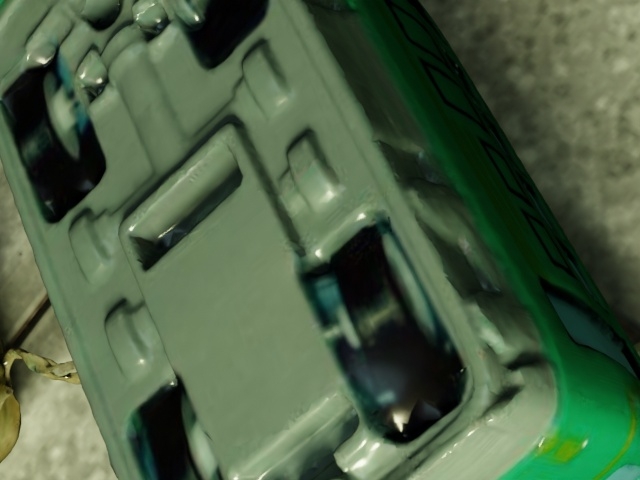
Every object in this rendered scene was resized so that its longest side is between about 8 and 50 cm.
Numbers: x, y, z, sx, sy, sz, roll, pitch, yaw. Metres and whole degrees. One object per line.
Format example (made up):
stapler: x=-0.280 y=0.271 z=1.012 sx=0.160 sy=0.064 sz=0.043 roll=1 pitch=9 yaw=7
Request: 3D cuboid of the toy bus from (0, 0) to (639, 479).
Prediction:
toy bus: x=0.000 y=0.000 z=0.716 sx=0.183 sy=0.199 sz=0.343 roll=-41 pitch=55 yaw=23

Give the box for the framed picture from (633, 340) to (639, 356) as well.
framed picture: x=0.238 y=0.118 z=0.665 sx=0.216 sy=0.016 sz=0.273 roll=-35 pitch=58 yaw=10

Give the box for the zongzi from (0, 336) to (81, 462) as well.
zongzi: x=-0.295 y=0.147 z=0.885 sx=0.447 sy=0.418 sz=0.181 roll=-8 pitch=47 yaw=-21
